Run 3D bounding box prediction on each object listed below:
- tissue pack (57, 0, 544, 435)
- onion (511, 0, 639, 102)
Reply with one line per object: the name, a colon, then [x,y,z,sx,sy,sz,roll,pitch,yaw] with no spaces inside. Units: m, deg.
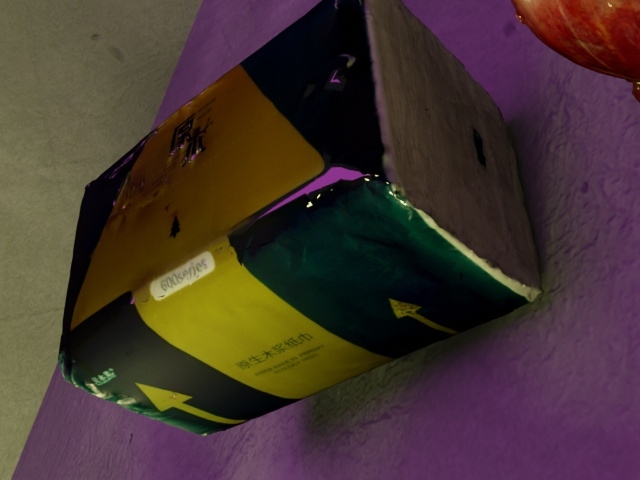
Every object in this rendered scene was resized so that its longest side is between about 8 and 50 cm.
tissue pack: [-0.037,-0.006,0.772,0.416,0.253,0.264,-30,44,33]
onion: [0.247,-0.232,0.506,0.276,0.276,0.276,-44,33,39]
